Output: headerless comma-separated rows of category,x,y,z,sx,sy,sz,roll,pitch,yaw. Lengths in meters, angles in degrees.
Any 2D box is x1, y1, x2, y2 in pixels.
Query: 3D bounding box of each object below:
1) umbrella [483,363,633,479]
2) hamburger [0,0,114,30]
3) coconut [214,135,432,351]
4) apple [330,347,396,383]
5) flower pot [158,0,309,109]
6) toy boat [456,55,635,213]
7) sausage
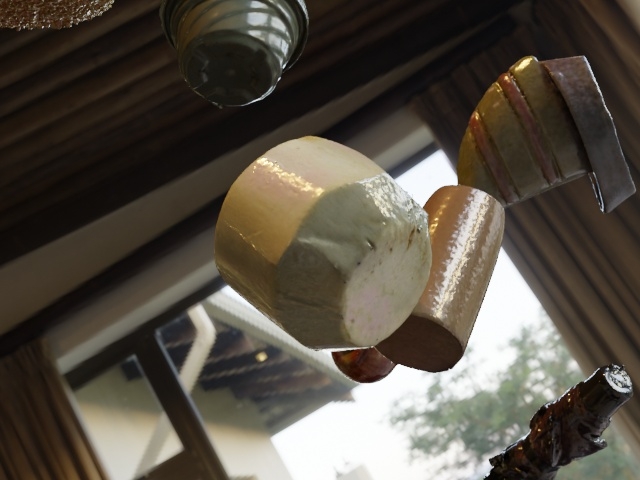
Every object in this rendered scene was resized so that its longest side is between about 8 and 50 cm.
umbrella,0.326,0.281,1.342,0.094,0.090,0.326,11,-46,-25
hamburger,-0.452,-0.418,1.458,0.302,0.170,0.302,-9,-9,-1
coconut,-0.002,-0.001,1.051,0.241,0.241,0.241,-28,-18,-10
apple,0.092,0.210,1.900,0.146,0.146,0.131,-41,-34,27
flower pot,-0.133,-0.295,1.451,0.235,0.140,0.235,2,-37,2
toy boat,0.365,-0.172,1.609,0.293,0.276,0.111,-5,3,13
sausage,0.155,0.035,1.219,0.253,0.123,0.123,-64,5,-37
